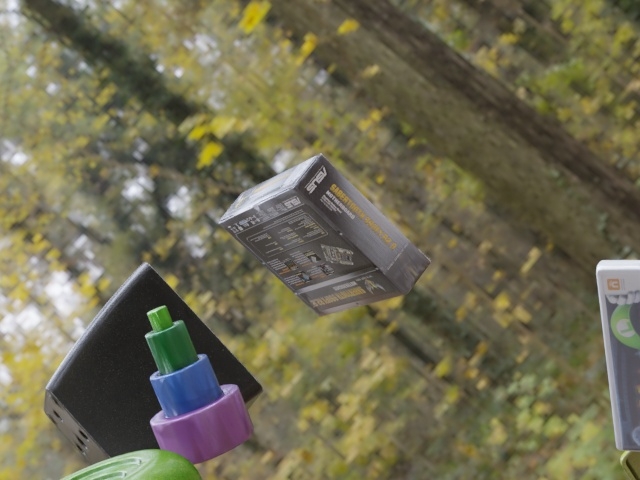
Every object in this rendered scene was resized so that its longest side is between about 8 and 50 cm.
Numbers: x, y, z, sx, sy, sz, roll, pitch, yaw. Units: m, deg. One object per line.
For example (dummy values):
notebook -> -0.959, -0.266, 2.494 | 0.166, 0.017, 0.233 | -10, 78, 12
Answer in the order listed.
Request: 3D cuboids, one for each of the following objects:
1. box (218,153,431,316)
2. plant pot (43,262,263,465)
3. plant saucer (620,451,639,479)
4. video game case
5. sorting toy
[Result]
box -> 0.000, 0.000, 1.608 | 0.056, 0.183, 0.231 | -53, 14, -24
plant pot -> -0.198, 0.166, 1.480 | 0.167, 0.188, 0.187 | -40, -6, -22
plant saucer -> 0.475, 0.286, 1.746 | 0.188, 0.188, 0.045 | -41, 19, -19
video game case -> 0.339, 0.105, 1.193 | 0.022, 0.173, 0.190 | -49, -47, -56
sorting toy -> -0.161, 0.125, 0.795 | 0.127, 0.126, 0.365 | -18, 7, 30
